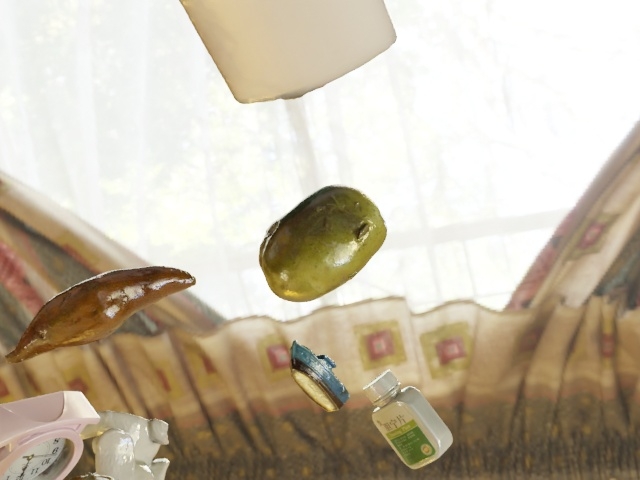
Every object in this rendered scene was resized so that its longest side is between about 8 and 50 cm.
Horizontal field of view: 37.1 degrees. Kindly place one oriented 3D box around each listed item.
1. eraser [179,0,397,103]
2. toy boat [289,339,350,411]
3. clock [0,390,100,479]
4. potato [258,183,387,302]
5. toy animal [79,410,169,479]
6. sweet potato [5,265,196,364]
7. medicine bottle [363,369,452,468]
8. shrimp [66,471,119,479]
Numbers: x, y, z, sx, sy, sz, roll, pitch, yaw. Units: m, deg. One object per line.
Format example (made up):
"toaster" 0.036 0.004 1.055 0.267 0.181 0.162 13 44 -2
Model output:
"eraser" -0.050 -0.254 0.846 0.174 0.270 0.095 -22 -128 7
"toy boat" -0.004 0.204 1.454 0.060 0.137 0.061 -19 -142 37
"clock" -0.565 0.405 1.684 0.080 0.275 0.290 42 -157 28
"potato" 0.002 0.000 1.602 0.228 0.148 0.197 -27 -137 -3
"toy animal" -0.451 0.548 2.196 0.206 0.271 0.265 -7 -123 16
"sweet potato" -0.397 0.120 1.692 0.359 0.112 0.112 -29 -160 -10
"medicine bottle" 0.161 0.338 1.816 0.069 0.183 0.119 -32 174 -42
"shrimp" -0.419 0.472 1.478 0.287 0.068 0.185 -54 -154 -12
